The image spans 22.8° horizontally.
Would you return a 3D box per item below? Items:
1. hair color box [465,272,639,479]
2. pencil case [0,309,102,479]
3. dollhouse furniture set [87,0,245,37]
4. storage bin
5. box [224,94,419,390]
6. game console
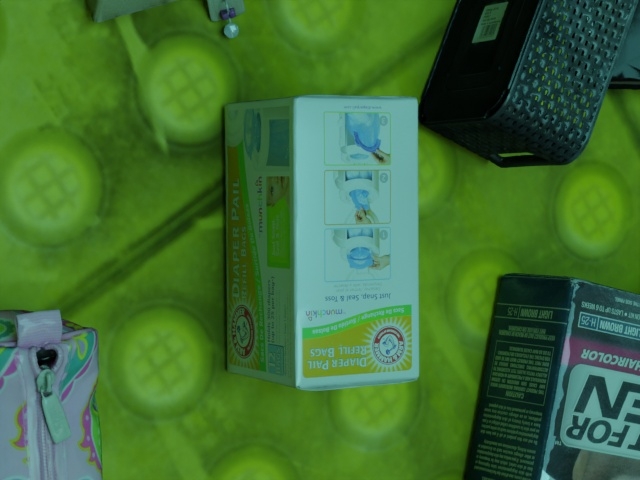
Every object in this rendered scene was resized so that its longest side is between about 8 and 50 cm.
[{"bbox_3d":[0.210,0.212,1.271,0.173,0.105,0.347,13,85,-28],"label":"hair color box"},{"bbox_3d":[-0.199,0.184,1.043,0.124,0.124,0.284,-3,93,-28],"label":"pencil case"},{"bbox_3d":[-0.111,-0.180,1.147,0.114,0.091,0.081,-17,142,-5],"label":"dollhouse furniture set"},{"bbox_3d":[0.163,-0.155,1.229,0.084,0.122,0.180,27,78,-26],"label":"storage bin"},{"bbox_3d":[0.000,0.000,1.148,0.103,0.114,0.203,-2,92,-30],"label":"box"},{"bbox_3d":[0.262,-0.186,1.345,0.107,0.071,0.122,1,90,2],"label":"game console"}]
